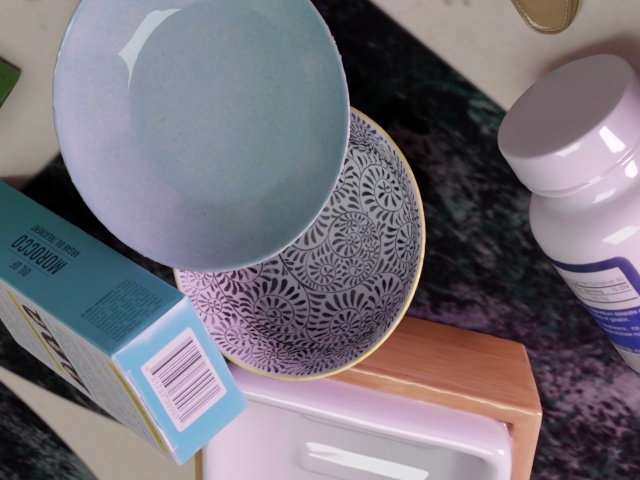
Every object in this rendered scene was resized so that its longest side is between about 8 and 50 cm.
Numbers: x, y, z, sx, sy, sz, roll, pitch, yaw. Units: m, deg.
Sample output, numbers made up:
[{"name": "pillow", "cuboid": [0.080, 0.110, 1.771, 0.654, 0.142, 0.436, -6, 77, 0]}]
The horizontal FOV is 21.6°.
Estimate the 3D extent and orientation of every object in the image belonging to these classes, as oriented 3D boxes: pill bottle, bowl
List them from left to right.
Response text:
[{"name": "bowl", "cuboid": [0.000, 0.000, 1.027, 0.170, 0.170, 0.080, -5, 175, 25]}, {"name": "pill bottle", "cuboid": [0.183, -0.009, 0.945, 0.112, 0.112, 0.187, -19, 124, 34]}]

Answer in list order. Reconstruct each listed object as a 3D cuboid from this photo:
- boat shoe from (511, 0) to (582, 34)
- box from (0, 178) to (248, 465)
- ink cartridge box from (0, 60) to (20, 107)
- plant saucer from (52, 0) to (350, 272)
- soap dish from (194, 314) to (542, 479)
[{"name": "boat shoe", "cuboid": [0.105, -0.159, 0.876, 0.050, 0.045, 0.135, -4, 131, 25]}, {"name": "box", "cuboid": [-0.152, 0.047, 1.075, 0.244, 0.060, 0.100, 28, 151, 48]}, {"name": "ink cartridge box", "cuboid": [-0.293, -0.062, 1.110, 0.109, 0.062, 0.209, 32, 136, -11]}, {"name": "plant saucer", "cuboid": [-0.066, -0.079, 0.986, 0.195, 0.037, 0.195, 5, 101, 24]}, {"name": "soap dish", "cuboid": [0.029, 0.166, 1.171, 0.229, 0.118, 0.291, 13, 136, 9]}]
